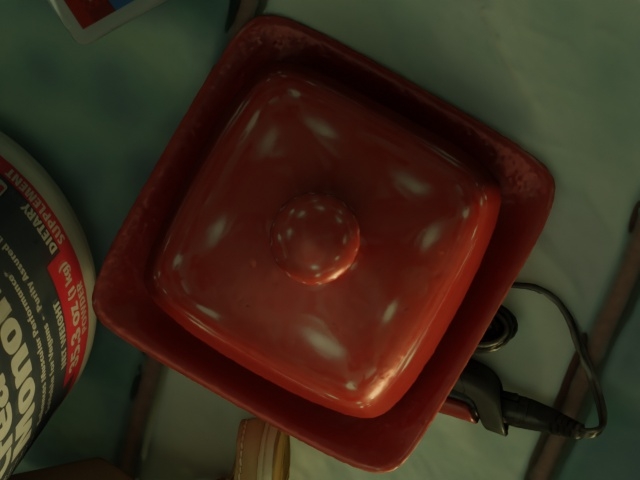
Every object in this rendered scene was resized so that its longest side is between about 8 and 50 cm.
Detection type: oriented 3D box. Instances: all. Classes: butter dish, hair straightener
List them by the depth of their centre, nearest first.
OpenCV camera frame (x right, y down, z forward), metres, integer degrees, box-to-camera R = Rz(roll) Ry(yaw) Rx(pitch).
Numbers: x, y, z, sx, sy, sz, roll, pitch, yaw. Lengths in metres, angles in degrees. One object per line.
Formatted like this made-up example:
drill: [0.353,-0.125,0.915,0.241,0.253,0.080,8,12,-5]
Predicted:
butter dish: [0.000,0.000,0.716,0.160,0.118,0.160,30,89,2]
hair straightener: [0.024,0.034,0.791,0.230,0.047,0.089,20,120,5]

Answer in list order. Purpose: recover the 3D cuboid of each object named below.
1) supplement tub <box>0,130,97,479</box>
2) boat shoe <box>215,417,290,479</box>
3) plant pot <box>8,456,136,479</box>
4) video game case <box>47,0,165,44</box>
supplement tub: [-0.224,0.068,0.746,0.191,0.272,0.191,6,118,12]
boat shoe: [-0.053,0.156,0.866,0.059,0.063,0.170,13,120,2]
plant pot: [-0.125,0.167,0.838,0.109,0.096,0.109,-11,125,-21]
video game case: [-0.040,-0.224,0.688,0.285,0.025,0.204,-25,108,25]
